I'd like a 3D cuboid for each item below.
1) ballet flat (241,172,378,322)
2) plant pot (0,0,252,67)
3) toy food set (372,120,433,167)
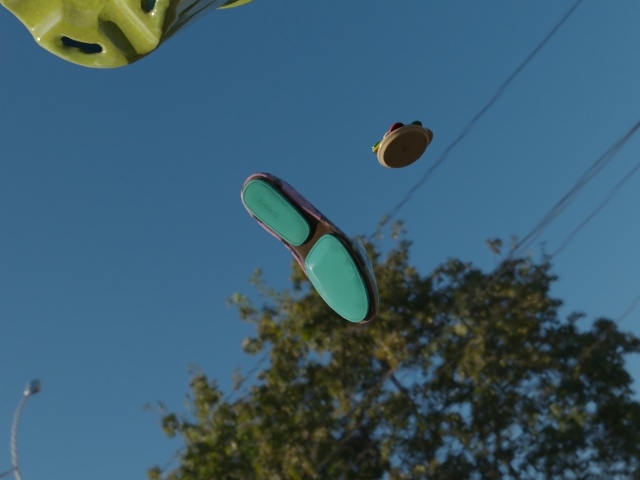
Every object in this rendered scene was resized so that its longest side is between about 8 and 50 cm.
[{"bbox_3d":[0.000,0.000,1.130,0.077,0.221,0.079,-52,-15,28],"label":"ballet flat"},{"bbox_3d":[-0.171,-0.297,0.905,0.254,0.276,0.276,-63,-6,-48],"label":"plant pot"},{"bbox_3d":[0.117,-0.136,1.378,0.083,0.020,0.082,-42,-39,20],"label":"toy food set"}]
